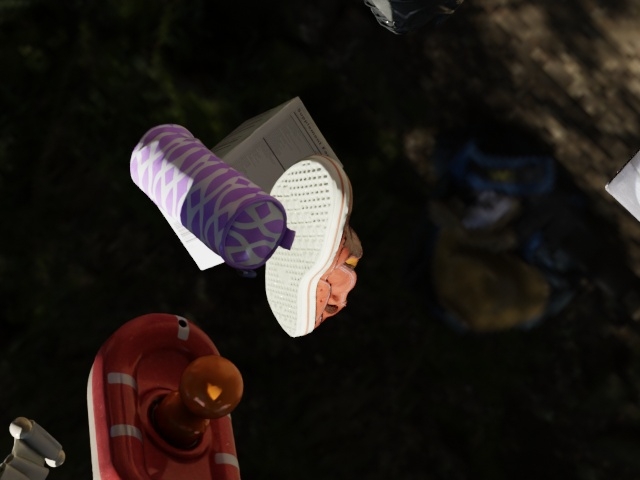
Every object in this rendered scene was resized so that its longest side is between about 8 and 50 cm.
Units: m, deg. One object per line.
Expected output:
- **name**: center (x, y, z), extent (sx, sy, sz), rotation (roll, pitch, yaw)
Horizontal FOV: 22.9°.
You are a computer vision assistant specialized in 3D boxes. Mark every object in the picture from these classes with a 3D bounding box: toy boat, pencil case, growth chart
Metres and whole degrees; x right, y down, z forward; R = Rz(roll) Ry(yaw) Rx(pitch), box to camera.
- **toy boat**: center (-0.128, 0.161, 1.490), extent (0.151, 0.151, 0.231), rotation (21, -141, -33)
- **pencil case**: center (-0.112, -0.047, 1.612), extent (0.088, 0.086, 0.206), rotation (-1, -151, -40)
- **growth chart**: center (-0.257, 0.241, 1.183), extent (0.021, 0.237, 0.172), rotation (23, 157, 8)

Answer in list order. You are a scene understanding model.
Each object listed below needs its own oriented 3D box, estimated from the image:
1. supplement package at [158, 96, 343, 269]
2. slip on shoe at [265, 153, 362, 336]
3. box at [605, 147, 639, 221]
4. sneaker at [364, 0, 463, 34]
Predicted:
- **supplement package**: center (-0.105, -0.087, 2.375), extent (0.134, 0.244, 0.139), rotation (-20, 108, 47)
- **slip on shoe**: center (0.000, 0.000, 1.959), extent (0.123, 0.101, 0.331), rotation (53, 156, 26)
- **box**: center (0.455, 0.006, 1.424), extent (0.318, 0.097, 0.395), rotation (47, -153, 13)
- **sneaker**: center (0.101, -0.330, 2.080), extent (0.286, 0.130, 0.109), rotation (-2, -137, -44)
